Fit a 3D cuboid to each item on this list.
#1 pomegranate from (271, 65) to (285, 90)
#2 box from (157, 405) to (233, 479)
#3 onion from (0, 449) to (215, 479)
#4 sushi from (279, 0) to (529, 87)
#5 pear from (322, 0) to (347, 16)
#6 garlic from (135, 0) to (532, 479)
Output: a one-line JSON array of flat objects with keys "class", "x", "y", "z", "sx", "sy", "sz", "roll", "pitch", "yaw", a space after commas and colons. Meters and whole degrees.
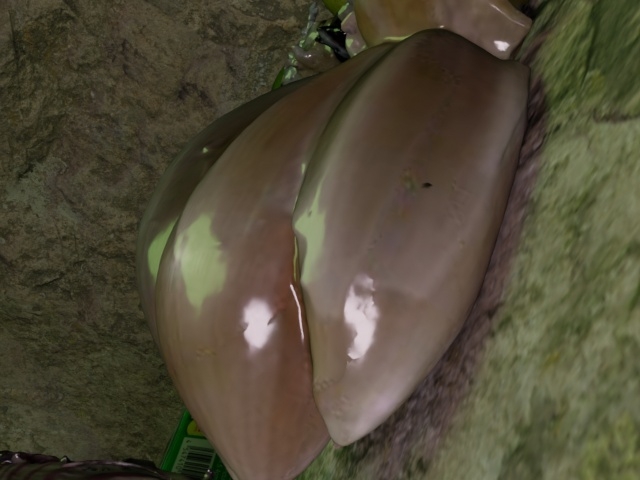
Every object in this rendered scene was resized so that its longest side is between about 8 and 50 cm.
[{"class": "pomegranate", "x": 0.011, "y": -0.124, "z": 0.803, "sx": 0.122, "sy": 0.143, "sz": 0.169, "roll": 2, "pitch": 78, "yaw": 51}, {"class": "box", "x": -0.124, "y": 0.256, "z": 0.804, "sx": 0.250, "sy": 0.103, "sz": 0.180, "roll": -75, "pitch": 10, "yaw": -58}, {"class": "onion", "x": -0.140, "y": 0.256, "z": 0.432, "sx": 0.230, "sy": 0.273, "sz": 0.256, "roll": -117, "pitch": 15, "yaw": -67}, {"class": "sushi", "x": 0.056, "y": -0.175, "z": 0.614, "sx": 0.291, "sy": 0.131, "sz": 0.139, "roll": -32, "pitch": 38, "yaw": 62}, {"class": "pear", "x": 0.082, "y": -0.301, "z": 0.830, "sx": 0.216, "sy": 0.166, "sz": 0.180, "roll": 30, "pitch": -111, "yaw": -75}, {"class": "garlic", "x": -0.012, "y": -0.018, "z": 0.465, "sx": 0.325, "sy": 0.132, "sz": 0.279, "roll": -58, "pitch": 22, "yaw": -17}]
